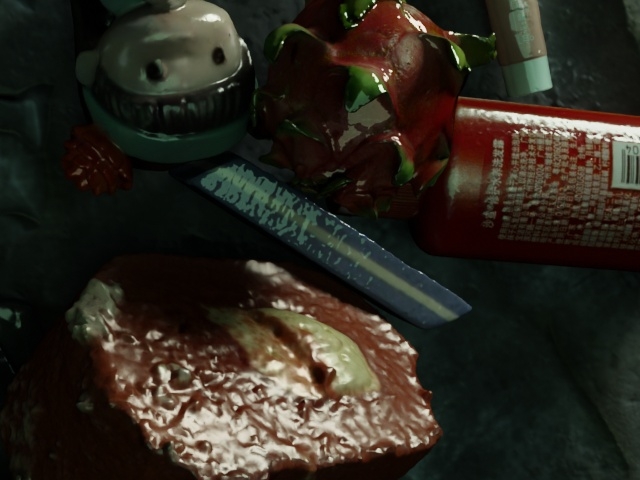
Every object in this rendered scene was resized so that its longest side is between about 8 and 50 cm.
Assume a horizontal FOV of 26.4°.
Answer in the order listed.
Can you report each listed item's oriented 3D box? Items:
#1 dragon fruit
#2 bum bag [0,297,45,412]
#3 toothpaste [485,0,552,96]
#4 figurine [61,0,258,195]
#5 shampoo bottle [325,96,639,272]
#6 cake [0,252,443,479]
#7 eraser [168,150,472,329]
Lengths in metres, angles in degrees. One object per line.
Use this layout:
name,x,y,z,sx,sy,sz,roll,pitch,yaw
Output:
dragon fruit,0.037,-0.110,0.880,0.137,0.236,0.135,29,128,2
bum bag,-0.274,0.086,0.918,0.198,0.049,0.087,-2,107,-15
toothpaste,0.130,-0.206,0.975,0.056,0.036,0.205,-15,101,-13
figurine,-0.123,-0.159,0.881,0.138,0.110,0.245,-14,100,-10
shampoo bottle,0.161,-0.040,0.995,0.314,0.076,0.118,4,101,-16
cake,-0.064,0.105,0.874,0.283,0.177,0.151,-3,146,-44
eraser,0.000,0.000,0.957,0.225,0.082,0.036,33,88,-18
